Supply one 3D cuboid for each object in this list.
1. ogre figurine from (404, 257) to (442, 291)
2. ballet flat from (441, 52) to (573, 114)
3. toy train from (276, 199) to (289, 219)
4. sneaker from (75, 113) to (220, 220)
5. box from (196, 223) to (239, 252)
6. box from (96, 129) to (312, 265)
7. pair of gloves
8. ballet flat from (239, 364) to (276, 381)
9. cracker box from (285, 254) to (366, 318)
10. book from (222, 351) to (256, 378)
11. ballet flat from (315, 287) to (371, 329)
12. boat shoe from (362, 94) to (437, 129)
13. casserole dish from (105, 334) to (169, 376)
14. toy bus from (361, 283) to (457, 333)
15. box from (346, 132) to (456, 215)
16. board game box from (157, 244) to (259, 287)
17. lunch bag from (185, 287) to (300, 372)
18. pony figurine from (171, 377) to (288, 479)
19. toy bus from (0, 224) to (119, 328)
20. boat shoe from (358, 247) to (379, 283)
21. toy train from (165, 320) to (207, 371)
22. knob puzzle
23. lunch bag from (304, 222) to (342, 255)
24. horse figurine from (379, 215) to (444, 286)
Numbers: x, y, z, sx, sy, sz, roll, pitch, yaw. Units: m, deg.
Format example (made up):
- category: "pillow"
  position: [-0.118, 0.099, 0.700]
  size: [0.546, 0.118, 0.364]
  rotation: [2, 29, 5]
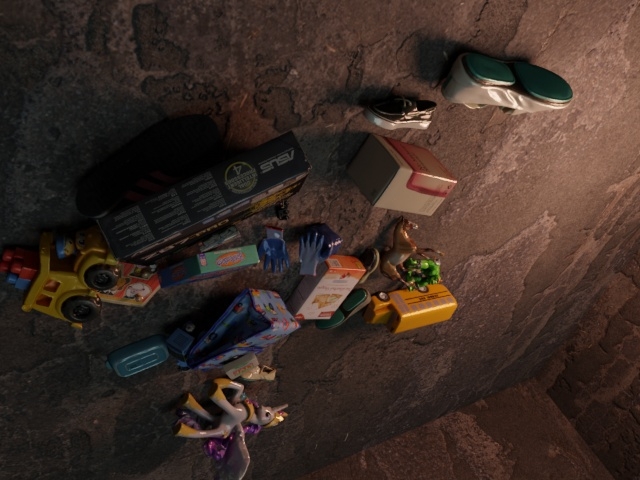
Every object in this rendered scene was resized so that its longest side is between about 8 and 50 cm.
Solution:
- category: "ogre figurine"
  position: [0.352, 0.110, 1.993]
  size: [0.118, 0.096, 0.196]
  rotation: [-12, 128, 2]
- category: "ballet flat"
  position: [0.466, -0.383, 1.473]
  size: [0.401, 0.139, 0.139]
  rotation: [0, 134, -32]
- category: "toy train"
  position: [-0.097, -0.106, 1.443]
  size: [0.036, 0.027, 0.158]
  rotation: [-11, 141, -11]
- category: "sneaker"
  position: [-0.331, -0.139, 1.177]
  size: [0.319, 0.112, 0.131]
  rotation: [-30, 161, 4]
- category: "box"
  position: [-0.231, -0.003, 1.333]
  size: [0.094, 0.027, 0.137]
  rotation: [-28, -179, -7]
- category: "box"
  position: [-0.223, -0.075, 1.198]
  size: [0.395, 0.097, 0.318]
  rotation: [-26, 178, -8]
- category: "pair of gloves"
  position: [-0.072, 0.033, 1.549]
  size: [0.199, 0.023, 0.159]
  rotation: [9, 129, 1]
- category: "ballet flat"
  position: [-0.219, 0.456, 2.017]
  size: [0.168, 0.057, 0.052]
  rotation: [21, 91, -53]
- category: "cracker box"
  position: [0.014, 0.147, 1.796]
  size: [0.156, 0.067, 0.232]
  rotation: [5, 131, -40]
- category: "book"
  position: [-0.231, 0.365, 1.703]
  size: [0.096, 0.035, 0.144]
  rotation: [-24, 163, -10]
- category: "ballet flat"
  position: [0.082, 0.241, 1.958]
  size: [0.213, 0.072, 0.068]
  rotation: [-36, 149, 4]
- category: "boat shoe"
  position: [0.191, -0.312, 1.378]
  size: [0.220, 0.077, 0.070]
  rotation: [-10, 140, -41]
- category: "casserole dish"
  position: [-0.510, 0.332, 1.646]
  size: [0.189, 0.037, 0.114]
  rotation: [-20, 142, -16]
- category: "toy bus"
  position: [0.319, 0.245, 2.090]
  size: [0.333, 0.130, 0.108]
  rotation: [-8, 138, -30]
- category: "box"
  position: [0.210, -0.166, 1.498]
  size: [0.233, 0.148, 0.126]
  rotation: [6, 130, -42]
- category: "board game box"
  position: [-0.271, 0.063, 1.387]
  size: [0.160, 0.047, 0.210]
  rotation: [-10, 173, -41]
- category: "lunch bag"
  position: [-0.238, 0.276, 1.655]
  size: [0.293, 0.138, 0.221]
  rotation: [-39, 162, 10]
- category: "pony figurine"
  position: [-0.326, 0.642, 1.998]
  size: [0.351, 0.303, 0.364]
  rotation: [-48, 128, 7]
- category: "toy bus"
  position: [-0.545, 0.052, 1.213]
  size: [0.212, 0.149, 0.220]
  rotation: [23, 117, -31]
- category: "boat shoe"
  position: [0.135, 0.084, 1.822]
  size: [0.049, 0.056, 0.152]
  rotation: [-9, 139, -37]
- category: "toy train"
  position: [-0.378, 0.307, 1.657]
  size: [0.105, 0.080, 0.184]
  rotation: [-48, 159, -33]
- category: "knob puzzle"
  position: [-0.451, 0.093, 1.409]
  size: [0.213, 0.030, 0.213]
  rotation: [-20, 143, -16]
- category: "lunch bag"
  position: [0.000, 0.000, 1.586]
  size: [0.065, 0.098, 0.067]
  rotation: [-23, 146, -46]
- category: "horse figurine"
  position: [0.264, 0.055, 1.842]
  size: [0.175, 0.066, 0.263]
  rotation: [25, 134, -12]
